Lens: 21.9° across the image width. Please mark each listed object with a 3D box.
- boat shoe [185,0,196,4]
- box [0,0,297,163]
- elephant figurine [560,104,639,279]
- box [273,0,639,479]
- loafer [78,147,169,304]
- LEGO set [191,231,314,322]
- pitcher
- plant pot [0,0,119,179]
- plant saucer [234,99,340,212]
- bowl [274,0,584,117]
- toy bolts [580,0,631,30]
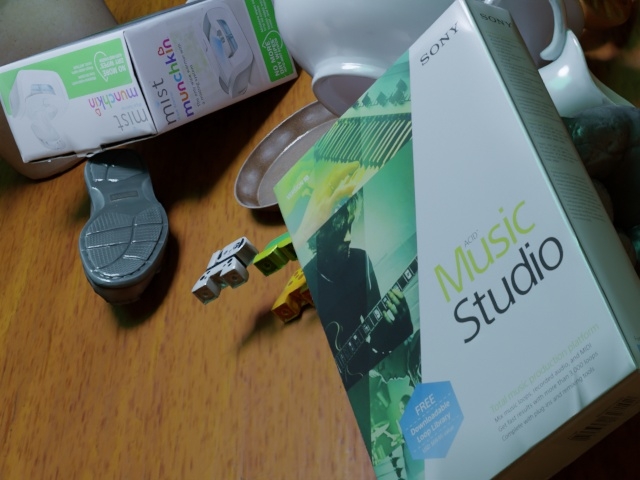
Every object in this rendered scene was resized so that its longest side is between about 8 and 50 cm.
[{"bbox_3d":[-0.046,-0.337,2.052,0.301,0.108,0.102,-23,32,43],"label":"boat shoe"},{"bbox_3d":[-0.204,-0.190,1.911,0.262,0.127,0.231,-7,15,47],"label":"box"},{"bbox_3d":[0.150,-0.022,1.268,0.239,0.186,0.169,-10,80,52],"label":"elephant figurine"},{"bbox_3d":[0.095,0.022,1.157,0.232,0.058,0.322,-44,50,33],"label":"box"},{"bbox_3d":[-0.210,-0.003,1.797,0.096,0.084,0.267,-6,34,-4],"label":"loafer"},{"bbox_3d":[0.000,0.000,1.506,0.227,0.087,0.093,-29,25,33],"label":"LEGO set"},{"bbox_3d":[0.143,-0.104,1.380,0.207,0.178,0.125,-32,4,12],"label":"pitcher"},{"bbox_3d":[-0.395,-0.260,2.140,0.333,0.305,0.334,-30,29,19],"label":"plant pot"},{"bbox_3d":[-0.014,-0.085,1.706,0.168,0.029,0.168,-30,28,18],"label":"plant saucer"},{"bbox_3d":[0.078,-0.177,1.498,0.298,0.298,0.134,-1,64,50],"label":"bowl"},{"bbox_3d":[0.259,-0.319,1.550,0.158,0.218,0.228,-22,10,42],"label":"toy bolts"}]
